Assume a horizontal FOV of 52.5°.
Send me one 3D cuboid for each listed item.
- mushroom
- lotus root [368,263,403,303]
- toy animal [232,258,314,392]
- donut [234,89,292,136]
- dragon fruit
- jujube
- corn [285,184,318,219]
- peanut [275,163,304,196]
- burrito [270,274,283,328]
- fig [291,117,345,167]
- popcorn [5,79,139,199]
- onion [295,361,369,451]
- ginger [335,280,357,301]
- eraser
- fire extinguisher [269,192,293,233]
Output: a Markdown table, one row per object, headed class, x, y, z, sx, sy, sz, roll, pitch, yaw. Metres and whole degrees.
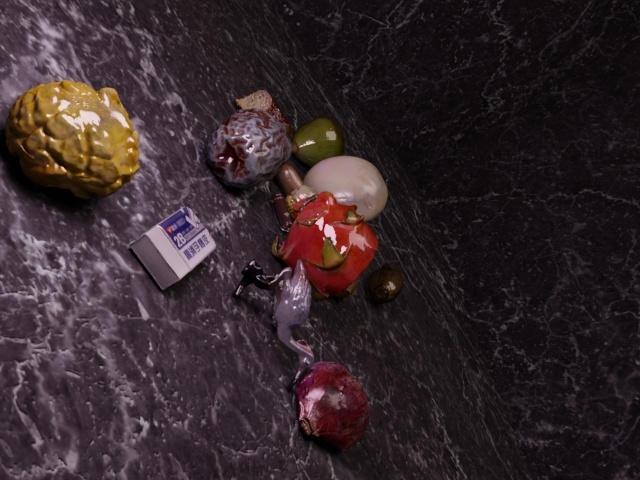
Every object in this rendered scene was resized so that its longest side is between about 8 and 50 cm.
| class | x | y | z | sx | sy | sz | roll | pitch | yaw |
| --- | --- | --- | --- | --- | --- | --- | --- | --- | --- |
| mushroom | 0.100 | -0.179 | 2.376 | 0.315 | 0.315 | 0.356 | 61 | 24 | 9 |
| lotus root | 0.249 | 0.165 | 2.459 | 0.123 | 0.124 | 0.241 | 44 | 21 | -6 |
| toy animal | -0.078 | 0.182 | 1.603 | 0.324 | 0.195 | 0.090 | 61 | -19 | -1 |
| donut | -0.197 | -0.440 | 2.321 | 0.187 | 0.126 | 0.144 | 62 | 13 | 12 |
| dragon fruit | 0.000 | 0.000 | 1.894 | 0.226 | 0.305 | 0.305 | 49 | 22 | -23 |
| jujube | -0.209 | -0.274 | 1.917 | 0.226 | 0.226 | 0.317 | 56 | 25 | -5 |
| corn | 0.003 | -0.053 | 2.202 | 0.305 | 0.123 | 0.122 | 51 | 20 | -20 |
| peanut | -0.102 | -0.196 | 2.236 | 0.152 | 0.076 | 0.076 | 59 | 19 | -6 |
| burrito | -0.100 | 0.163 | 1.729 | 0.064 | 0.064 | 0.203 | 48 | 21 | -27 |
| fig | -0.010 | -0.385 | 2.554 | 0.230 | 0.207 | 0.207 | 23 | 39 | -59 |
| popcorn | -0.464 | -0.196 | 1.228 | 0.250 | 0.190 | 0.250 | 40 | 39 | -42 |
| onion | 0.037 | 0.406 | 1.602 | 0.227 | 0.120 | 0.283 | 55 | 19 | 5 |
| ginger | 0.065 | 0.111 | 2.108 | 0.216 | 0.102 | 0.157 | 53 | 35 | -61 |
| eraser | -0.318 | 0.012 | 1.420 | 0.124 | 0.068 | 0.210 | 57 | 20 | -10 |
| fire extinguisher | -0.119 | -0.081 | 2.073 | 0.064 | 0.043 | 0.158 | -2 | 56 | -33 |
